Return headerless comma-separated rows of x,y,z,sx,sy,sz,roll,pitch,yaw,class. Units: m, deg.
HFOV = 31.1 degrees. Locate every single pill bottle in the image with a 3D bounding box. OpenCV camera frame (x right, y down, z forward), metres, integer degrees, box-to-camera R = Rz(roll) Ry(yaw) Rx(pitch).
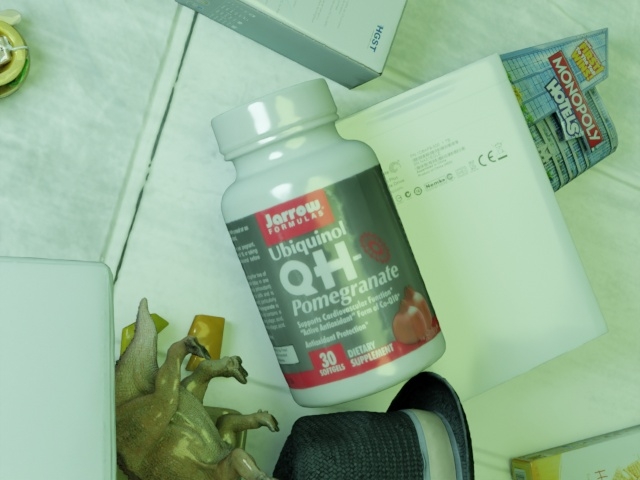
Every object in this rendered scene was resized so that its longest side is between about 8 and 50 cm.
0.000,0.000,1.215,0.176,0.176,0.319,-23,94,-25,pill bottle

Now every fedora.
0.030,0.271,1.125,0.152,0.334,0.334,15,79,-13,fedora

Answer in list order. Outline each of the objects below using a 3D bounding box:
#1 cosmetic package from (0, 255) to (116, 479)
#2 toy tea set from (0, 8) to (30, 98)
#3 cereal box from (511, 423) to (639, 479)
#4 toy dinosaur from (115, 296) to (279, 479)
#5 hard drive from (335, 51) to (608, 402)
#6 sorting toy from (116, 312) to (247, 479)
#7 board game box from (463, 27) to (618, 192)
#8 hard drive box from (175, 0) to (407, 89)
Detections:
-0.388,0.201,0.906,0.393,0.329,0.328,4,71,-23,cosmetic package
-0.357,-0.245,1.100,0.200,0.124,0.336,5,83,-23,toy tea set
0.356,0.329,1.419,0.240,0.047,0.173,-10,90,-25,cereal box
-0.152,0.209,1.126,0.200,0.127,0.296,-32,85,8,toy dinosaur
0.165,-0.009,1.336,0.233,0.047,0.353,-24,95,-9,hard drive
-0.186,0.222,1.184,0.229,0.041,0.307,10,81,-24,sorting toy
0.298,-0.174,1.432,0.194,0.060,0.194,-33,99,-23,board game box
-0.018,-0.302,1.282,0.232,0.089,0.181,25,76,-20,hard drive box
